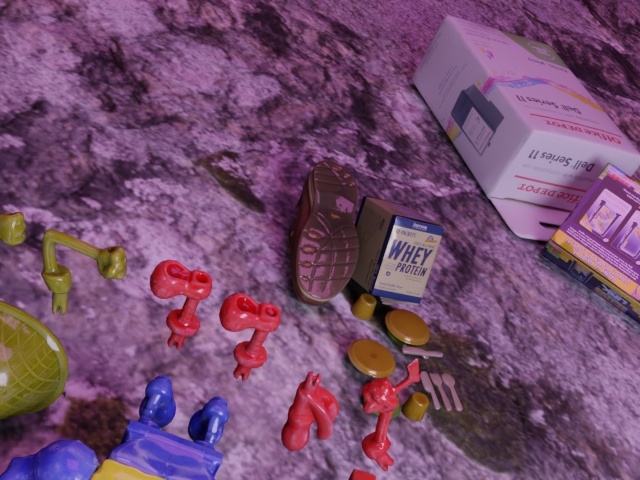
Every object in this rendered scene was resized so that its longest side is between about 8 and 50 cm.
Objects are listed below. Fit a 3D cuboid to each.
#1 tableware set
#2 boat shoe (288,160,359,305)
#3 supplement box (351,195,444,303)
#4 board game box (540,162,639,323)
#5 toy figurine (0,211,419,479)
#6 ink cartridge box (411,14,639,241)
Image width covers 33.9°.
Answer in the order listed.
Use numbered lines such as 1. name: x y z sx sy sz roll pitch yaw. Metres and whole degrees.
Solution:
1. tableware set: 0.067 0.110 0.996 0.104 0.024 0.154 8 39 -24
2. boat shoe: 0.000 0.000 1.063 0.064 0.060 0.178 22 46 -16
3. supplement box: 0.071 0.009 1.056 0.056 0.083 0.083 12 11 -24
4. board game box: 0.381 0.008 1.286 0.170 0.048 0.141 37 71 12
5. toy figurine: -0.127 0.148 0.650 0.363 0.191 0.217 23 38 -8
6. ink cartridge box: 0.291 -0.149 1.433 0.207 0.119 0.353 8 38 -31
